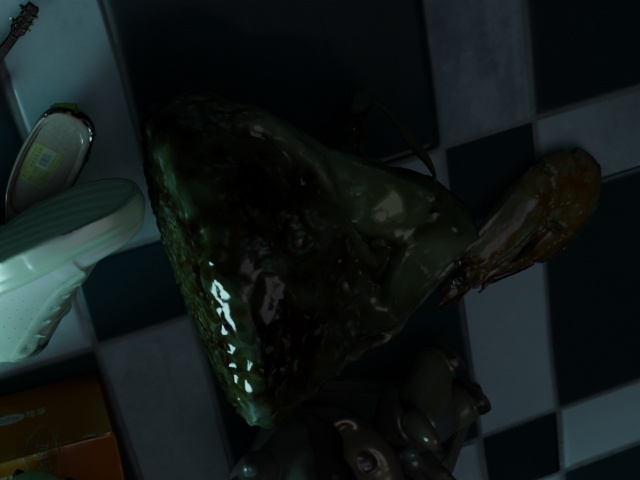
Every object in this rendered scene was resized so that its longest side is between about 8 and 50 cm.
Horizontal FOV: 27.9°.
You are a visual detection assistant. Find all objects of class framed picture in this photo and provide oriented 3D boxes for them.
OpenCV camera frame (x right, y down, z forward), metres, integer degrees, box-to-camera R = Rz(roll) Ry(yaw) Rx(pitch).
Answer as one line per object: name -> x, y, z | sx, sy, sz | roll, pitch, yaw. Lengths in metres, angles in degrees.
framed picture -> 0.063, 0.300, 1.864 | 0.315, 0.024, 0.232 | 5, 115, -24

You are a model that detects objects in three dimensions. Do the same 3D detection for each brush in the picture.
brush -> -0.343, -0.038, 1.507 | 0.072, 0.067, 0.313 | 24, 120, -16

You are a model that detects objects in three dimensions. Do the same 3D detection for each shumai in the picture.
shumai -> 0.000, 0.000, 1.474 | 0.348, 0.395, 0.395 | -15, 122, -10

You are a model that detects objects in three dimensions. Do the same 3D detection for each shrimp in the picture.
shrimp -> 0.268, -0.005, 1.747 | 0.294, 0.062, 0.154 | -40, 130, 2

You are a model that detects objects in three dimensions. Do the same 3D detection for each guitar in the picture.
guitar -> -0.386, -0.170, 1.427 | 0.088, 0.025, 0.233 | 33, 102, -32

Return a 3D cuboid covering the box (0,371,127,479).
box -> -0.355, 0.360, 1.673 | 0.225, 0.143, 0.341 | -14, 121, -13

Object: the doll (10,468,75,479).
doll -> -0.359, 0.370, 1.507 | 0.135, 0.143, 0.234 | 38, 112, -3

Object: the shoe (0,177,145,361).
shoe -> -0.327, 0.060, 1.461 | 0.363, 0.132, 0.160 | -22, 119, 20

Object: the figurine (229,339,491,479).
figurine -> 0.051, 0.287, 1.737 | 0.380, 0.203, 0.248 | -34, 131, -14
